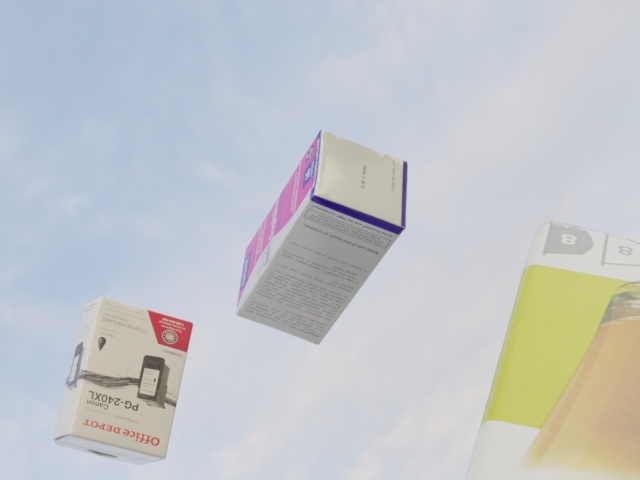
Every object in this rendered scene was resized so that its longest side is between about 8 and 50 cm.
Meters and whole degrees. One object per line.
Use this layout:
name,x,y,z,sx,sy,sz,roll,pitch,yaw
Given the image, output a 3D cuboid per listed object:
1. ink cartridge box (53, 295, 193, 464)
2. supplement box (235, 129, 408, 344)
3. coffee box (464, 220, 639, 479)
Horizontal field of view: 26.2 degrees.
ink cartridge box,-0.204,0.148,1.429,0.109,0.063,0.150,18,-111,-24
supplement box,0.000,0.000,1.550,0.111,0.114,0.220,-85,20,-46
coffee box,0.197,0.242,0.509,0.334,0.337,0.338,-60,-21,-60
